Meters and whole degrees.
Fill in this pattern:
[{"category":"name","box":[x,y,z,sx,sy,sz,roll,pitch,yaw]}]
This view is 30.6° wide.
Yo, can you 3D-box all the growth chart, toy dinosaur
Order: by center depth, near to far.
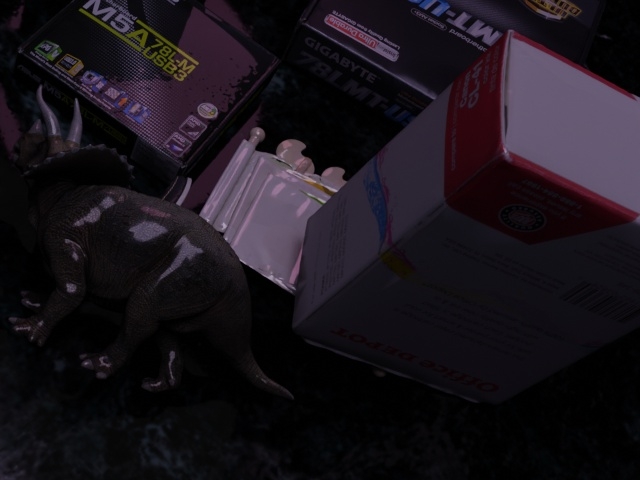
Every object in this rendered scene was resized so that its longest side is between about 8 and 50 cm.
[{"category":"toy dinosaur","box":[-0.141,0.026,0.921,0.313,0.121,0.160,34,96,1]},{"category":"growth chart","box":[0.000,0.000,1.092,0.237,0.021,0.172,35,51,2]}]

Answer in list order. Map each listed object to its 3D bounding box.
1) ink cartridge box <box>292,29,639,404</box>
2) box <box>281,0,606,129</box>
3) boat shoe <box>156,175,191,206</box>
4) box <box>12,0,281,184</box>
[{"category":"ink cartridge box","box":[0.146,0.001,0.952,0.226,0.306,0.131,23,55,-22]},{"category":"box","box":[0.145,-0.233,1.283,0.295,0.073,0.293,30,50,-2]},{"category":"boat shoe","box":[-0.153,-0.014,1.020,0.038,0.046,0.125,32,59,-7]},{"category":"box","box":[-0.162,-0.166,1.117,0.191,0.045,0.184,36,54,1]}]
